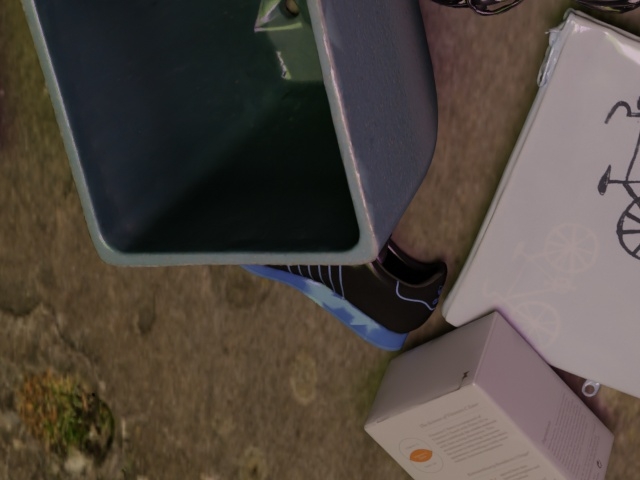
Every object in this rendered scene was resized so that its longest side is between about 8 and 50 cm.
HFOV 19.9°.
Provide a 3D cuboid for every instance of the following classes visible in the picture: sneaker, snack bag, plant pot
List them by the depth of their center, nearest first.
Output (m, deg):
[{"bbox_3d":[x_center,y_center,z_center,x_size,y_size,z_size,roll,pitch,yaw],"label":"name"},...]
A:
[{"bbox_3d":[-0.038,-0.145,1.405,0.247,0.252,0.247,-1,115,29],"label":"plant pot"},{"bbox_3d":[0.298,0.003,1.515,0.342,0.037,0.323,20,120,1],"label":"snack bag"},{"bbox_3d":[0.000,0.000,1.577,0.232,0.081,0.090,31,115,-9],"label":"sneaker"}]

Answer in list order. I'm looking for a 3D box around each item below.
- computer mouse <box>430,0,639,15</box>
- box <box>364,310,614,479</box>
[{"bbox_3d":[0.164,-0.306,1.400,0.188,0.072,0.272,3,127,11],"label":"computer mouse"},{"bbox_3d":[0.147,0.166,1.578,0.130,0.091,0.170,-27,116,38],"label":"box"}]
